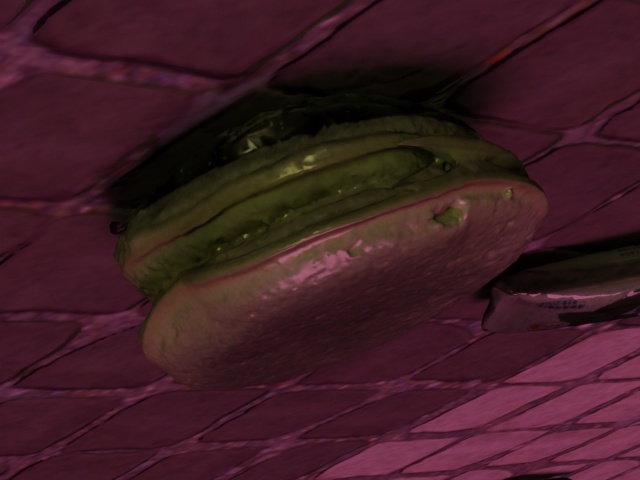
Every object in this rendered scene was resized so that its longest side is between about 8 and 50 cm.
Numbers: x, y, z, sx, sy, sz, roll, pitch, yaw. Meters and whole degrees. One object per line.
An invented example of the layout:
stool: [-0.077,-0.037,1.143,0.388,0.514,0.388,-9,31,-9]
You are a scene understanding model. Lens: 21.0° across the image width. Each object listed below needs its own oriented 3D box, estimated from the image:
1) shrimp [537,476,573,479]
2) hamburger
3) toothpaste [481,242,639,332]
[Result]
shrimp: [0.132,0.219,1.339,0.148,0.035,0.195,-22,159,6]
hamburger: [0.000,0.000,0.564,0.133,0.062,0.140,-7,157,-38]
toothpaste: [0.185,0.011,0.790,0.233,0.038,0.060,-10,158,-11]
